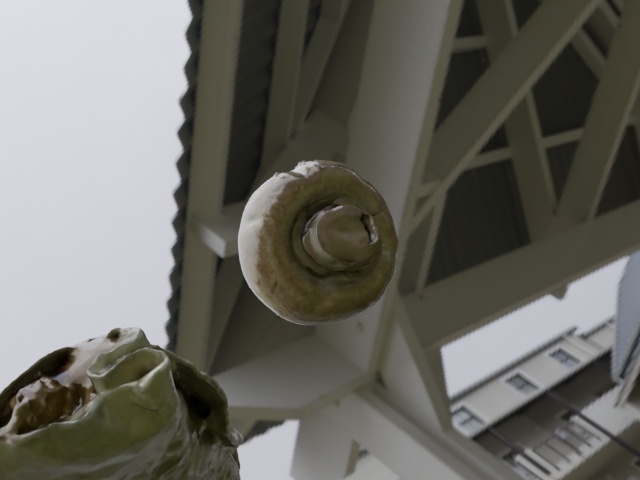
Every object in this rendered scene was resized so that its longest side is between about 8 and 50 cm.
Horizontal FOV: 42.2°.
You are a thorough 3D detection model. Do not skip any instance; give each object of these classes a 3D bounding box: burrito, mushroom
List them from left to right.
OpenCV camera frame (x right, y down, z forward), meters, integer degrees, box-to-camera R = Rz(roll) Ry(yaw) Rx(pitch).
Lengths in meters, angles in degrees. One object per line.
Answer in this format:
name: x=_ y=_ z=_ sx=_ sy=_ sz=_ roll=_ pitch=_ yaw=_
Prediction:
burrito: x=-0.103 y=0.138 z=0.511 sx=0.117 sy=0.076 sz=0.392 roll=-23 pitch=-22 yaw=-9
mushroom: x=0.000 y=0.000 z=0.821 sx=0.166 sy=0.166 sz=0.127 roll=-32 pitch=-2 yaw=-30
